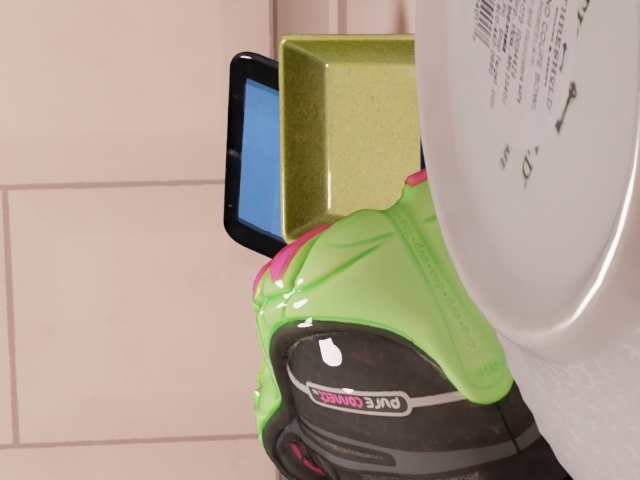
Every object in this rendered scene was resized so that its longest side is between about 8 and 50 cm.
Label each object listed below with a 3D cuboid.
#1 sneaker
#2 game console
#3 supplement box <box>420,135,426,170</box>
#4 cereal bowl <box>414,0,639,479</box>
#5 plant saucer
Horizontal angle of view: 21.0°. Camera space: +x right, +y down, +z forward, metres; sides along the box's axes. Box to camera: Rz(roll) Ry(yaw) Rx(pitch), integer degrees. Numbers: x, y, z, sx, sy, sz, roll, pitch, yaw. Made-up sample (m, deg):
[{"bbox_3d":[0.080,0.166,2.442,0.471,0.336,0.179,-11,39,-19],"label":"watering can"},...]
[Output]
[{"bbox_3d":[0.068,0.126,0.982,0.202,0.185,0.483,63,179,18],"label":"sneaker"},{"bbox_3d":[0.000,0.000,1.671,0.293,0.173,0.250,95,171,-52],"label":"game console"},{"bbox_3d":[0.107,-0.077,1.064,0.056,0.083,0.083,-118,27,-77],"label":"supplement box"},{"bbox_3d":[0.117,-0.052,0.475,0.339,0.141,0.338,176,90,-74],"label":"cereal bowl"},{"bbox_3d":[0.045,-0.083,1.484,0.188,0.045,0.188,7,100,44],"label":"plant saucer"}]
